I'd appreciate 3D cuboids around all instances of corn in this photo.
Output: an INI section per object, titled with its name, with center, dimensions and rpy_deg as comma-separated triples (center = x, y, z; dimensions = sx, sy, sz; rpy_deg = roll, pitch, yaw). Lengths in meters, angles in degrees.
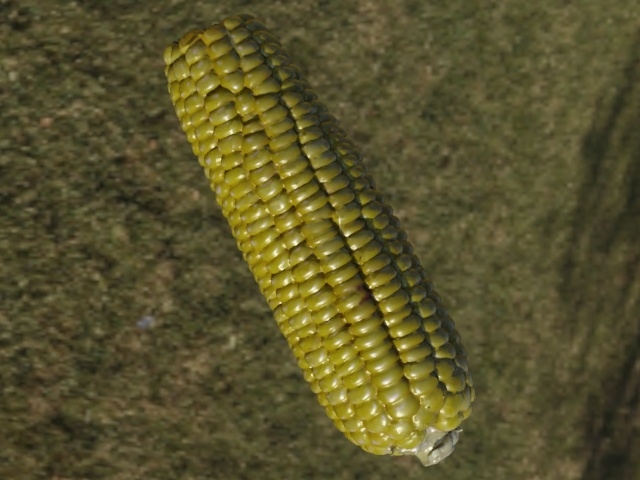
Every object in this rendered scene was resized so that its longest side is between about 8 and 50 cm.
[corn]
center = 0.000, 0.000, 0.548
dimensions = 0.067, 0.067, 0.206
rpy_deg = -22, 81, -51
